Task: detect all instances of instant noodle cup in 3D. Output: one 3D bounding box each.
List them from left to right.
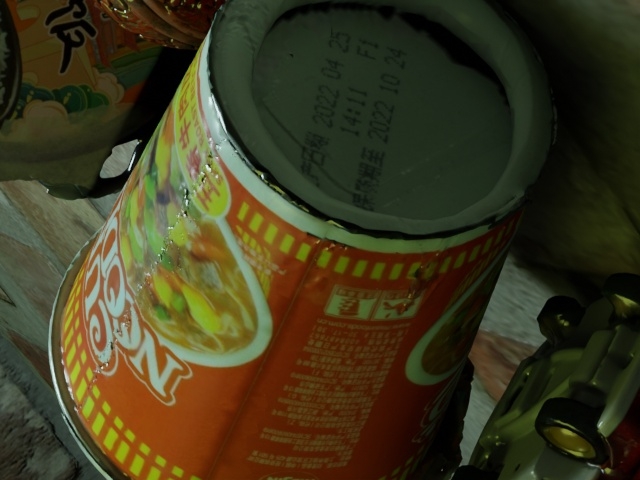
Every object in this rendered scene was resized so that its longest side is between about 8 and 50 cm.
[{"bbox_3d":[-0.137,-0.133,0.862,0.125,0.178,0.208,-128,35,-63],"label":"instant noodle cup"},{"bbox_3d":[0.000,0.000,0.743,0.193,0.193,0.212,44,147,13],"label":"instant noodle cup"}]

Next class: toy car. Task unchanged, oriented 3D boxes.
[{"bbox_3d":[0.132,0.085,0.774,0.112,0.112,0.139,34,156,-5],"label":"toy car"}]

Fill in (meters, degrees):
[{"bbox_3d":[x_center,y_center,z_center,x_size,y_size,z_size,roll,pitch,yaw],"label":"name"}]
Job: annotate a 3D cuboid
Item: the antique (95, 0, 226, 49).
[{"bbox_3d":[-0.053,-0.125,0.746,0.104,0.104,0.104,44,164,16],"label":"antique"}]
